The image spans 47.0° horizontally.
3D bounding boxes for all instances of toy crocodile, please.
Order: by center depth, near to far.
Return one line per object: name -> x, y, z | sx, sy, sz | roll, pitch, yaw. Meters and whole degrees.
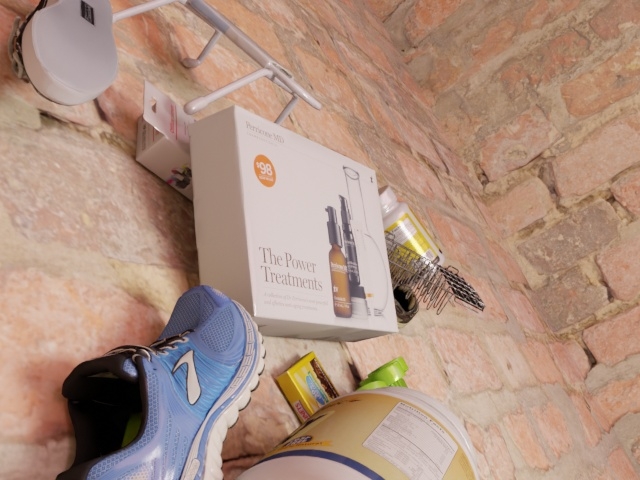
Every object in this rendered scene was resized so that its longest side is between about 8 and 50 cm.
toy crocodile -> 0.101, 0.250, 1.108 | 0.115, 0.105, 0.340 | 62, 5, 11

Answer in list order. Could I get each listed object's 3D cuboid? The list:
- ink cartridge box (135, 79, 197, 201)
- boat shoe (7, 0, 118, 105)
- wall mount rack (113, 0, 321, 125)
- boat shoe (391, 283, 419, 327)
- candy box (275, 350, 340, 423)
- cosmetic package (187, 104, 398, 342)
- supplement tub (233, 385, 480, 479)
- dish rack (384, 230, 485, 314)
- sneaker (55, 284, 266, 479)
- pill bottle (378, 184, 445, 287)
ink cartridge box -> -0.205, -0.134, 1.059 | 0.181, 0.061, 0.104 | 40, 25, -38
boat shoe -> -0.323, -0.234, 0.895 | 0.113, 0.105, 0.306 | 33, 25, -38
wall mount rack -> -0.175, -0.287, 1.170 | 0.350, 0.130, 0.304 | 42, 11, 14
boat shoe -> 0.157, 0.124, 1.458 | 0.223, 0.073, 0.080 | 9, 53, -61
candy box -> 0.017, 0.261, 1.032 | 0.206, 0.027, 0.105 | 58, 23, 4
cosmetic package -> -0.027, -0.004, 1.087 | 0.377, 0.097, 0.284 | 15, 62, -55
supplement tub -> 0.042, 0.289, 0.769 | 0.228, 0.228, 0.316 | 59, 21, 6
dish rack -> 0.180, 0.067, 1.407 | 0.271, 0.074, 0.208 | 27, 15, -8
sneaker -> -0.151, 0.137, 0.707 | 0.147, 0.130, 0.330 | 51, 22, -22
pill bottle -> 0.169, -0.010, 1.614 | 0.208, 0.119, 0.119 | 53, 22, -9
